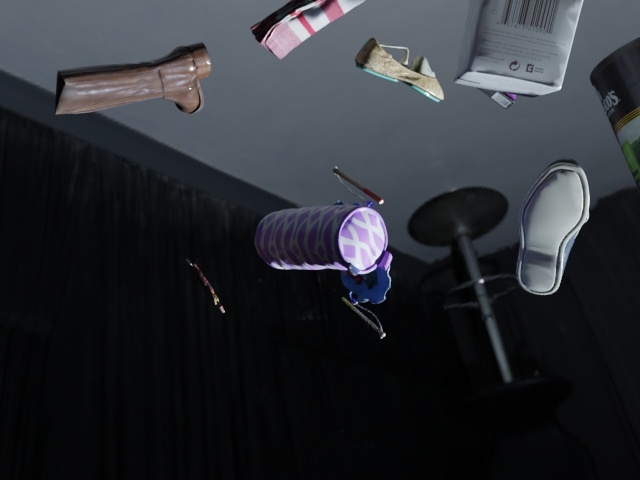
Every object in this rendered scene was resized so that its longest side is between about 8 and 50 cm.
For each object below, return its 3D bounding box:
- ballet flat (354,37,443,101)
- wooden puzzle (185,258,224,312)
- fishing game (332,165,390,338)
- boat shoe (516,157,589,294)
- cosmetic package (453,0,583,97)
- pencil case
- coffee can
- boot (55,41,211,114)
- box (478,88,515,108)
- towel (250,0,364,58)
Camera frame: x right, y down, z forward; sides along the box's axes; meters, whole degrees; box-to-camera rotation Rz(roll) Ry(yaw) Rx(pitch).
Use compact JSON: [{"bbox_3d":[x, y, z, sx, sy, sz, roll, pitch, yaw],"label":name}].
[{"bbox_3d":[0.160,-0.319,1.313,0.206,0.073,0.067,14,110,-32],"label":"ballet flat"},{"bbox_3d":[-0.143,0.055,0.881,0.006,0.083,0.049,-34,172,-13],"label":"wooden puzzle"},{"bbox_3d":[0.051,0.020,1.164,0.041,0.189,0.264,-18,125,-24],"label":"fishing game"},{"bbox_3d":[0.349,-0.027,1.061,0.095,0.079,0.255,9,136,20],"label":"boat shoe"},{"bbox_3d":[0.315,-0.326,1.158,0.151,0.152,0.184,12,-172,3],"label":"cosmetic package"},{"bbox_3d":[0.000,0.000,0.906,0.088,0.086,0.206,38,161,-31],"label":"pencil case"},{"bbox_3d":[0.635,-0.217,1.277,0.201,0.276,0.201,-16,165,-4],"label":"coffee can"},{"bbox_3d":[-0.146,-0.112,0.539,0.114,0.037,0.106,-21,172,-19],"label":"boot"},{"bbox_3d":[0.349,-0.352,1.422,0.116,0.162,0.029,32,144,-13],"label":"box"},{"bbox_3d":[0.033,-0.453,1.335,0.329,0.037,0.237,-31,-178,10],"label":"towel"}]
